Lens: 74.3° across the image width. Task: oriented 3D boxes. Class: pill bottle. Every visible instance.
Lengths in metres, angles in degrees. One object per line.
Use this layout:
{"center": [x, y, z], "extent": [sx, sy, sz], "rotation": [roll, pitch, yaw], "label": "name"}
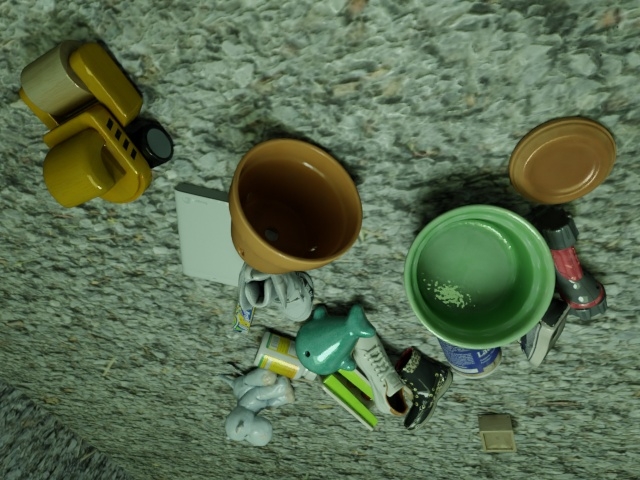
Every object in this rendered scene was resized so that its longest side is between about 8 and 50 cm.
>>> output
{"center": [-0.109, 0.392, 1.412], "extent": [0.208, 0.118, 0.118], "rotation": [21, 131, -5], "label": "pill bottle"}
{"center": [0.388, 0.240, 1.147], "extent": [0.153, 0.153, 0.265], "rotation": [-15, 125, 24], "label": "pill bottle"}

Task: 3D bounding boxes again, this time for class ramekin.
{"center": [0.335, 0.072, 0.944], "extent": [0.302, 0.148, 0.304], "rotation": [1, 95, 8], "label": "ramekin"}

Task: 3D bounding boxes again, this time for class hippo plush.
{"center": [-0.244, 0.601, 1.538], "extent": [0.294, 0.237, 0.234], "rotation": [27, 130, -11], "label": "hippo plush"}

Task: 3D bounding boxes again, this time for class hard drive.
{"center": [-0.292, -0.003, 1.173], "extent": [0.202, 0.040, 0.308], "rotation": [13, 132, 2], "label": "hard drive"}

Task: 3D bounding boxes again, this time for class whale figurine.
{"center": [0.033, 0.294, 1.251], "extent": [0.272, 0.141, 0.217], "rotation": [-38, 75, 34], "label": "whale figurine"}

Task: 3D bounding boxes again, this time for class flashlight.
{"center": [0.580, 0.058, 0.978], "extent": [0.103, 0.103, 0.304], "rotation": [-7, 133, 41], "label": "flashlight"}

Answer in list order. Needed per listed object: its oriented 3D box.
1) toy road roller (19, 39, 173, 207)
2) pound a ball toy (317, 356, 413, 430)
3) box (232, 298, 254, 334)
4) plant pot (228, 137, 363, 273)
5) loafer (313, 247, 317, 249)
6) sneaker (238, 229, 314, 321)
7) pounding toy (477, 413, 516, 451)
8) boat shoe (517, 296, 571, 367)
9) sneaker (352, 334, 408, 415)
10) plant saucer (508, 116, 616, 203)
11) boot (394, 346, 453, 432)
{"center": [-0.502, -0.222, 0.902], "extent": [0.202, 0.241, 0.330], "rotation": [-16, 124, 24], "label": "toy road roller"}
{"center": [0.167, 0.486, 1.441], "extent": [0.208, 0.136, 0.319], "rotation": [-43, 110, 4], "label": "pound a ball toy"}
{"center": [-0.235, 0.222, 1.335], "extent": [0.054, 0.059, 0.169], "rotation": [19, 131, -2], "label": "box"}
{"center": [-0.078, -0.051, 0.949], "extent": [0.290, 0.291, 0.203], "rotation": [29, 147, -12], "label": "plant pot"}
{"center": [0.000, 0.000, 1.101], "extent": [0.147, 0.050, 0.056], "rotation": [-11, 126, 21], "label": "loafer"}
{"center": [-0.120, 0.138, 1.139], "extent": [0.137, 0.210, 0.366], "rotation": [-3, 129, 16], "label": "sneaker"}
{"center": [0.627, 0.694, 1.525], "extent": [0.129, 0.100, 0.141], "rotation": [-11, 116, 20], "label": "pounding toy"}
{"center": [0.552, 0.218, 1.133], "extent": [0.158, 0.127, 0.341], "rotation": [33, 161, 35], "label": "boat shoe"}
{"center": [0.194, 0.395, 1.289], "extent": [0.123, 0.105, 0.291], "rotation": [-17, 98, 61], "label": "sneaker"}
{"center": [0.496, -0.153, 0.869], "extent": [0.199, 0.037, 0.200], "rotation": [7, 130, 8], "label": "plant saucer"}
{"center": [0.296, 0.476, 1.358], "extent": [0.178, 0.085, 0.237], "rotation": [36, 87, -13], "label": "boot"}
